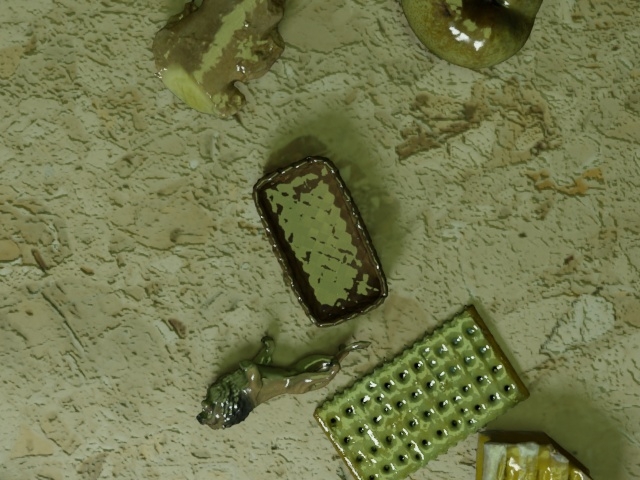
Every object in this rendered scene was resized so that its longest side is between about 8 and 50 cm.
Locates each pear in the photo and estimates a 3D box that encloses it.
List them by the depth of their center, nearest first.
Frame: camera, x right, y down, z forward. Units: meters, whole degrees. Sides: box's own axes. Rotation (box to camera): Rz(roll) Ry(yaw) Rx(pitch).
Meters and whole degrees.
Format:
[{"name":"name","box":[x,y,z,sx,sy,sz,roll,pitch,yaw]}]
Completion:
[{"name":"pear","box":[0.172,-0.277,1.713,0.167,0.136,0.167,-1,99,-6]}]

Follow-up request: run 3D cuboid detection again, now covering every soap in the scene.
[{"name":"soap","box":[0.251,0.344,1.813,0.140,0.073,0.232,1,96,-5]}]

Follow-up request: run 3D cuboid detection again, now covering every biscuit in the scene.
[{"name":"biscuit","box":[0.118,0.192,1.824,0.231,0.016,0.139,-33,97,2]}]

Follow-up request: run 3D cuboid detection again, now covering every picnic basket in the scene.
[{"name":"picnic basket","box":[0.000,0.000,1.779,0.110,0.055,0.193,-23,97,2]}]

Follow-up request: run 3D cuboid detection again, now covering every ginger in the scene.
[{"name":"ginger","box":[-0.102,-0.248,1.744,0.137,0.074,0.213,26,89,-4]}]

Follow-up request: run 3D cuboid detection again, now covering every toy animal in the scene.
[{"name":"toy animal","box":[-0.046,0.150,1.791,0.220,0.069,0.086,-20,118,6]}]
